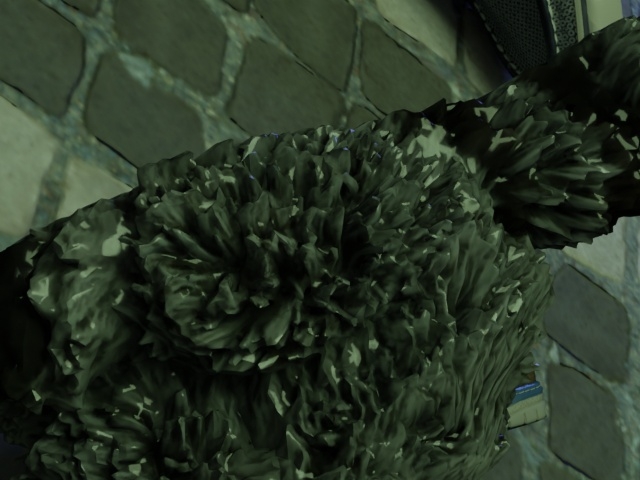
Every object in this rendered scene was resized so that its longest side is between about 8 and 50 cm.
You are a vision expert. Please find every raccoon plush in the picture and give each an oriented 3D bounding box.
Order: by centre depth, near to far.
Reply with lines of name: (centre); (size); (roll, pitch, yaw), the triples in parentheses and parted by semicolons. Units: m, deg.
raccoon plush: (0.050, 0.102, 0.717); (0.299, 0.446, 0.216); (64, 6, 12)

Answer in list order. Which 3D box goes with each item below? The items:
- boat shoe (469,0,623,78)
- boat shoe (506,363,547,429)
boat shoe: (0.064, -0.230, 1.224); (0.158, 0.127, 0.340); (-19, 82, -27)
boat shoe: (0.054, 0.076, 0.986); (0.183, 0.066, 0.066); (-5, 80, -60)
